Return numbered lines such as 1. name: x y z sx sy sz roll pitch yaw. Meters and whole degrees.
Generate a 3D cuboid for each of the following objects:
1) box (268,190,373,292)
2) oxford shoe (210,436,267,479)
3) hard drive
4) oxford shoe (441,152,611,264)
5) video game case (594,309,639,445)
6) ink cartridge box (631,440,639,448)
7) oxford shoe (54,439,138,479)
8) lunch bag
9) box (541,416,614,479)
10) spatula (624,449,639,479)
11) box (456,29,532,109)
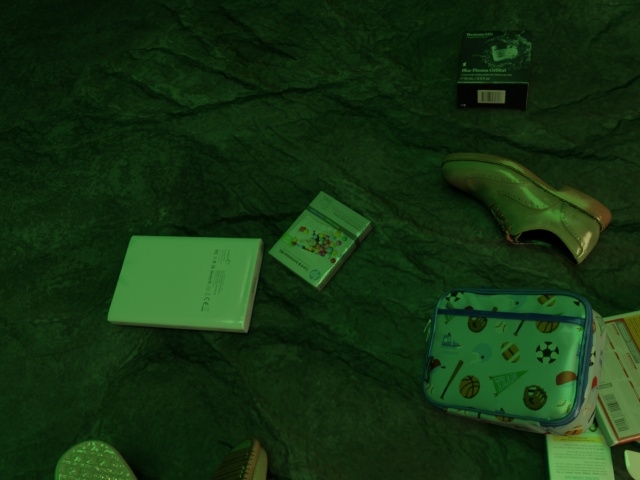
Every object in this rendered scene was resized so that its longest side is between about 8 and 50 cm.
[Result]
1. box: 0.000 0.000 1.317 0.145 0.038 0.186 34 77 27
2. oxford shoe: -0.145 0.540 1.036 0.140 0.146 0.397 -33 32 43
3. hard drive: -0.294 0.092 1.343 0.318 0.040 0.211 1 64 15
4. oxford shoe: 0.382 -0.070 1.210 0.348 0.123 0.130 26 78 26
5. video game case: 0.573 0.214 1.025 0.284 0.025 0.204 -10 59 -7
6. ink cartridge box: 0.591 0.278 1.021 0.145 0.045 0.179 30 77 25
7. oxford shoe: -0.330 0.564 1.071 0.169 0.130 0.449 -24 70 -34
8. lunch bag: 0.317 0.191 1.041 0.303 0.115 0.243 0 68 42
9. box: 0.428 0.323 1.029 0.100 0.060 0.245 -2 63 13
10. spatula: 0.580 0.433 0.931 0.241 0.019 0.168 12 70 3
11. box: 0.396 -0.389 1.384 0.155 0.093 0.159 5 64 17
